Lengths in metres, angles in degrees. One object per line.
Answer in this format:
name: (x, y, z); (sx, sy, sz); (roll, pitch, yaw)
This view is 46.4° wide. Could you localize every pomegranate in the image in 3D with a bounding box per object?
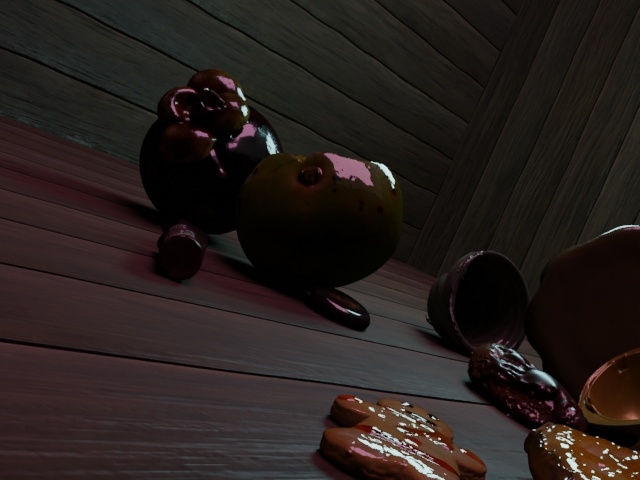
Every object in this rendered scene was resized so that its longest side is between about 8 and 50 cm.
pomegranate: (0.000, 0.000, 1.383); (0.309, 0.216, 0.359); (-2, -35, 4)

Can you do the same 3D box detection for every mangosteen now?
mangosteen: (-0.223, -0.180, 1.520); (0.306, 0.307, 0.347); (26, -38, 28)

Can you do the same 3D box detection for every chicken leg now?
chicken leg: (0.321, 0.231, 1.179); (0.177, 0.083, 0.322); (32, 2, -25)

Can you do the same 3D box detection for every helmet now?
helmet: (0.548, 0.284, 1.222); (0.205, 0.140, 0.257); (-13, 17, 48)

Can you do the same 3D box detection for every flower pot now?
flower pot: (0.317, 0.140, 1.572); (0.235, 0.236, 0.140); (22, -19, -29)

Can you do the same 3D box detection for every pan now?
pan: (0.034, 0.110, 1.318); (0.114, 0.040, 0.212); (29, 4, -3)

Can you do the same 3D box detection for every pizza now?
pizza: (0.289, 0.248, 0.605); (0.223, 0.089, 0.323); (17, 7, -7)

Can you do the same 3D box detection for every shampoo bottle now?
shampoo bottle: (-0.206, 0.007, 1.102); (0.068, 0.067, 0.236); (33, 2, -12)

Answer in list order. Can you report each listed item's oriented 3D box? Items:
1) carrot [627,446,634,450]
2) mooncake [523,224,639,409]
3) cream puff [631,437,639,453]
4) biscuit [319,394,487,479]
carrot: (0.451, 0.303, 0.883); (0.193, 0.087, 0.087); (17, 5, -9)
mooncake: (0.582, 0.169, 1.436); (0.378, 0.378, 0.201); (25, -7, 15)
cream puff: (0.342, 0.254, 0.762); (0.094, 0.122, 0.116); (30, -39, -31)
biscuit: (0.078, 0.182, 0.676); (0.153, 0.030, 0.234); (27, 5, 14)
